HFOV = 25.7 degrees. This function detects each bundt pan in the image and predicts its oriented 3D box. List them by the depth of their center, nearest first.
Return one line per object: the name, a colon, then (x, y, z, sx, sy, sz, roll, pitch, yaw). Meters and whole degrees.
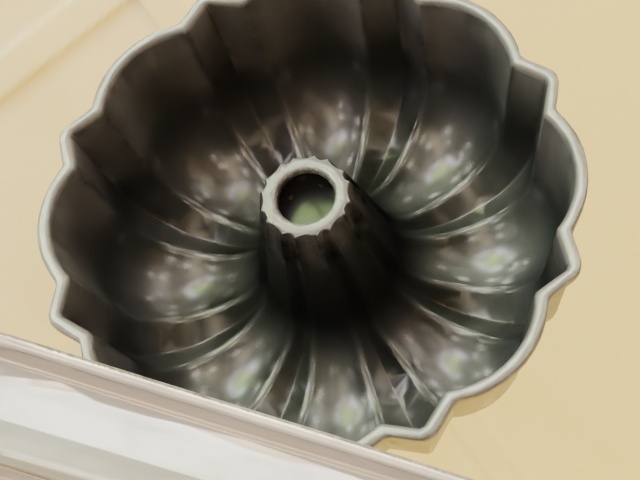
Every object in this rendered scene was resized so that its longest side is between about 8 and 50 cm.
bundt pan: (0.000, 0.000, 0.874, 0.331, 0.331, 0.124, -35, -26, -8)

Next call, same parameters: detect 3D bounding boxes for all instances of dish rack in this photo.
dish rack: (-0.050, 0.168, 0.588, 0.333, 0.072, 0.285, 19, -38, -12)
